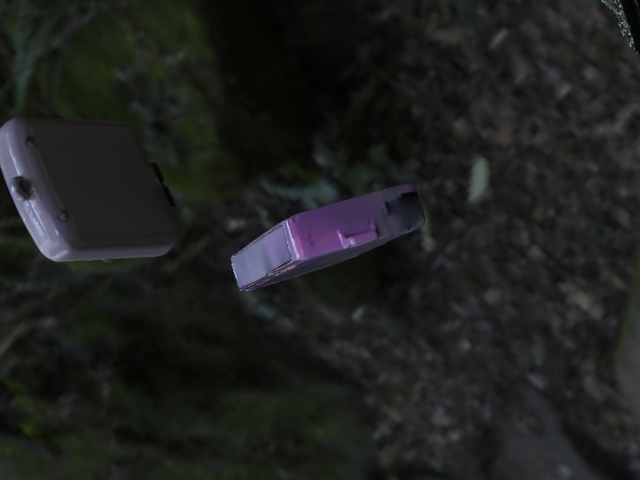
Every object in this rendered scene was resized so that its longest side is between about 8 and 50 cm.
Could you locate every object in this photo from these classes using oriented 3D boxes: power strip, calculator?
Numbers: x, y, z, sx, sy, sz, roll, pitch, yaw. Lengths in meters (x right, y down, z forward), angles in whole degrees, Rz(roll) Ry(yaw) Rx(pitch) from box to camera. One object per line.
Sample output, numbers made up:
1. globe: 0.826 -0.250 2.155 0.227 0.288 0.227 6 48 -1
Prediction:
1. power strip: 0.000 0.000 1.459 0.279 0.109 0.037 152 101 -76
2. calculator: -0.152 -0.034 1.195 0.175 0.032 0.100 -2 -115 -63

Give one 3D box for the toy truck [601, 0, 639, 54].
1. toy truck: 0.316 -0.266 1.404 0.127 0.257 0.127 43 174 32
